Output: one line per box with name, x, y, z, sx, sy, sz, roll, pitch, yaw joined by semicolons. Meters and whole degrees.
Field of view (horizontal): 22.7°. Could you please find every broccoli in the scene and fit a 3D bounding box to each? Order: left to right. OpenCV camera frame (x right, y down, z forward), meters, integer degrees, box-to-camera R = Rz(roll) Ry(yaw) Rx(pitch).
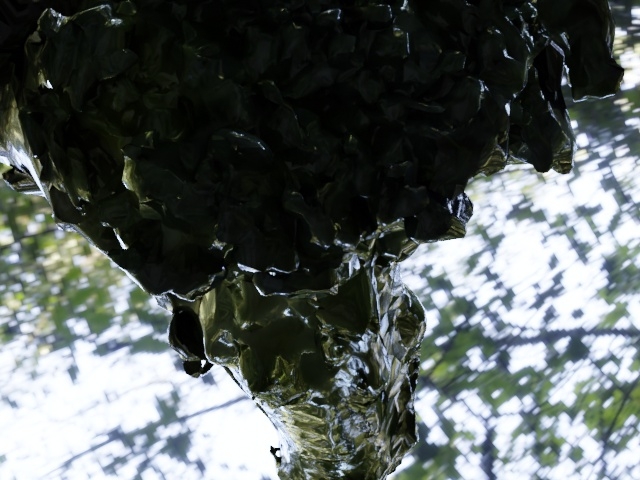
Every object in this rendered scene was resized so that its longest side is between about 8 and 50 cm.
broccoli;0.002;0.006;0.497;0.145;0.304;0.165;33;-114;20
